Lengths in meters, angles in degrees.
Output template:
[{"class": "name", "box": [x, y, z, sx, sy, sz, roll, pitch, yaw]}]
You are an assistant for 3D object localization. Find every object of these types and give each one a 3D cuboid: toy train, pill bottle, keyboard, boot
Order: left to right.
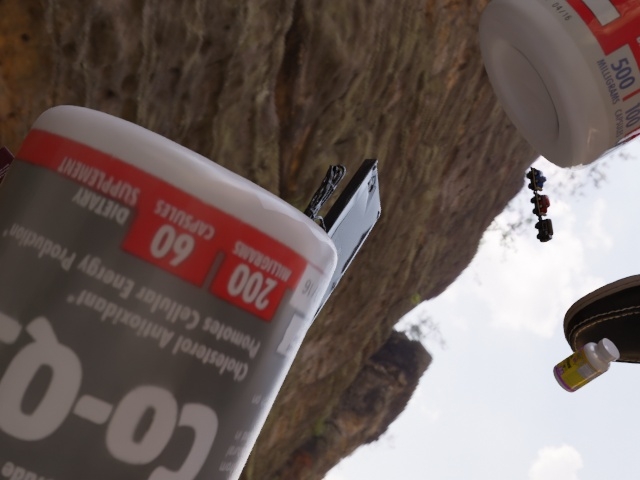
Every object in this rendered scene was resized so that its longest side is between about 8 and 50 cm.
[{"class": "pill bottle", "box": [-0.119, 0.097, 0.359, 0.161, 0.283, 0.161, 24, -8, 4]}, {"class": "keyboard", "box": [0.000, 0.000, 1.045, 0.033, 0.317, 0.202, 17, -38, 22]}, {"class": "toy train", "box": [0.433, -0.073, 1.505, 0.036, 0.027, 0.158, -20, -113, 41]}, {"class": "pill bottle", "box": [0.352, 0.164, 1.015, 0.043, 0.043, 0.083, 52, -56, 12]}, {"class": "pill bottle", "box": [0.413, -0.275, 0.901, 0.229, 0.407, 0.229, 59, -1, 1]}, {"class": "boot", "box": [0.519, 0.178, 1.005, 0.377, 0.284, 0.138, -4, -51, 17]}]

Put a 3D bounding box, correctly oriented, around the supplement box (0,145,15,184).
[{"class": "supplement box", "box": [-0.319, 0.017, 0.811, 0.239, 0.130, 0.073, 42, -14, 32]}]
